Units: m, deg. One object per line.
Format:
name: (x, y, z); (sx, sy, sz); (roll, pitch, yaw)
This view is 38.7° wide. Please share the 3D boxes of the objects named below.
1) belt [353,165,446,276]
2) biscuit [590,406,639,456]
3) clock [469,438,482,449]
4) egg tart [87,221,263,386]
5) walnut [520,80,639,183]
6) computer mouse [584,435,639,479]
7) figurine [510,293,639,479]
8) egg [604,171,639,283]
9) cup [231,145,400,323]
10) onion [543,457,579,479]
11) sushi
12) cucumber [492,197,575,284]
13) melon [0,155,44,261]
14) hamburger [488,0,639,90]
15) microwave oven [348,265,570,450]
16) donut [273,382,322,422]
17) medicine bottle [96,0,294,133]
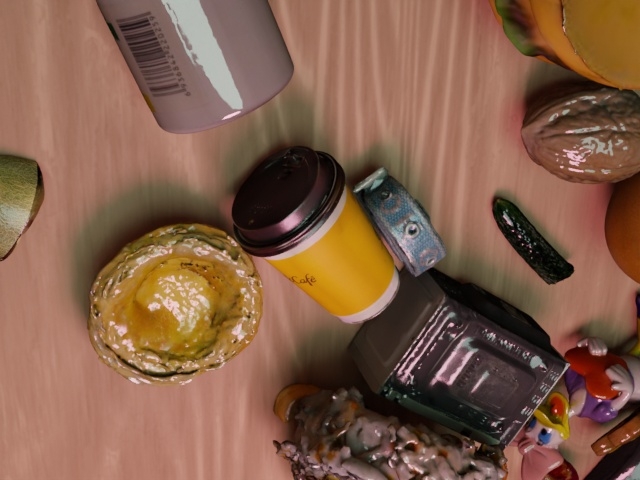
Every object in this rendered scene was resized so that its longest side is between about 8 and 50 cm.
belt: (0.136, -0.024, 1.462); (0.082, 0.148, 0.163); (-38, 146, -2)
biscuit: (0.652, 0.321, 1.755); (0.295, 0.186, 0.044); (-32, 75, -16)
clock: (0.253, 0.427, 1.713); (0.147, 0.108, 0.045); (-46, 112, 2)
egg tart: (-0.227, 0.096, 1.418); (0.288, 0.118, 0.288); (-7, 115, -16)
walnut: (0.428, -0.173, 1.465); (0.230, 0.178, 0.178); (0, 113, -15)
computer mouse: (0.666, 0.482, 1.864); (0.170, 0.100, 0.269); (35, 100, -24)
figurine: (0.515, 0.281, 1.708); (0.420, 0.154, 0.193); (-30, 137, -8)
egg: (0.649, -0.054, 1.521); (0.351, 0.283, 0.283); (-26, 118, 8)
cup: (0.000, 0.000, 1.413); (0.196, 0.196, 0.280); (-39, 126, 2)
onion: (0.457, 0.476, 1.806); (0.107, 0.097, 0.107); (1, 96, 9)
sushi: (0.118, 0.375, 1.513); (0.417, 0.417, 0.176); (27, 67, -25)
cucumber: (0.366, 0.002, 1.591); (0.214, 0.052, 0.058); (43, 76, -27)
melon: (-0.475, -0.046, 1.302); (0.128, 0.079, 0.160); (23, 105, -25)
hamburger: (0.416, -0.416, 1.293); (0.395, 0.277, 0.396); (-8, 116, -16)
microwave oven: (0.239, 0.202, 1.568); (0.295, 0.181, 0.237); (29, 103, -25)
donut: (-0.036, 0.287, 1.603); (0.083, 0.038, 0.067); (7, 108, -17)
medicine bottle: (-0.188, -0.332, 1.191); (0.208, 0.208, 0.340); (-26, 117, -4)
